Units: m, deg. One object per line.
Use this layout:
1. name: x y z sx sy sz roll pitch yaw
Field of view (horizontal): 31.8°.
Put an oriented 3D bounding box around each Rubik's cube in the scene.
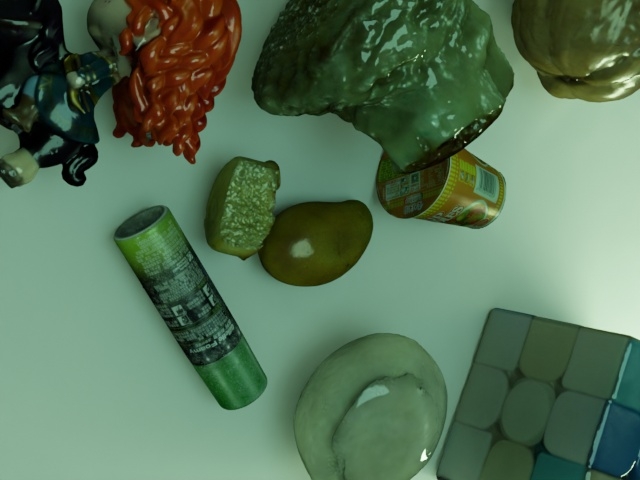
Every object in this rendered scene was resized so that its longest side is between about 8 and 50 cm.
1. Rubik's cube: 0.476 0.347 2.011 0.344 0.347 0.346 23 84 -35

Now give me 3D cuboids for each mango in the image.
1. mango: 0.000 0.000 1.796 0.227 0.099 0.136 -22 102 -39

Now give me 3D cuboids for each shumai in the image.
1. shumai: 0.119 -0.275 1.670 0.323 0.324 0.397 41 81 -19

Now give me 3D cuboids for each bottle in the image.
1. bottle: -0.189 0.106 1.680 0.093 0.093 0.330 -39 116 -24

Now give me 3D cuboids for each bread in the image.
1. bread: -0.120 -0.051 1.689 0.086 0.125 0.156 14 87 -26

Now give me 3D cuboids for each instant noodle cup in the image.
1. instant noodle cup: 0.214 -0.096 1.898 0.185 0.168 0.168 18 87 -42

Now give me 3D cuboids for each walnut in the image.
1. walnut: 0.488 -0.420 1.952 0.306 0.306 0.344 36 80 -32

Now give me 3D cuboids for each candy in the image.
1. candy: 0.081 0.286 1.835 0.295 0.185 0.295 -15 121 -27

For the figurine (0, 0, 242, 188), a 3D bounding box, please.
1. figurine: -0.302 -0.236 1.502 0.412 0.241 0.306 -13 80 -14
